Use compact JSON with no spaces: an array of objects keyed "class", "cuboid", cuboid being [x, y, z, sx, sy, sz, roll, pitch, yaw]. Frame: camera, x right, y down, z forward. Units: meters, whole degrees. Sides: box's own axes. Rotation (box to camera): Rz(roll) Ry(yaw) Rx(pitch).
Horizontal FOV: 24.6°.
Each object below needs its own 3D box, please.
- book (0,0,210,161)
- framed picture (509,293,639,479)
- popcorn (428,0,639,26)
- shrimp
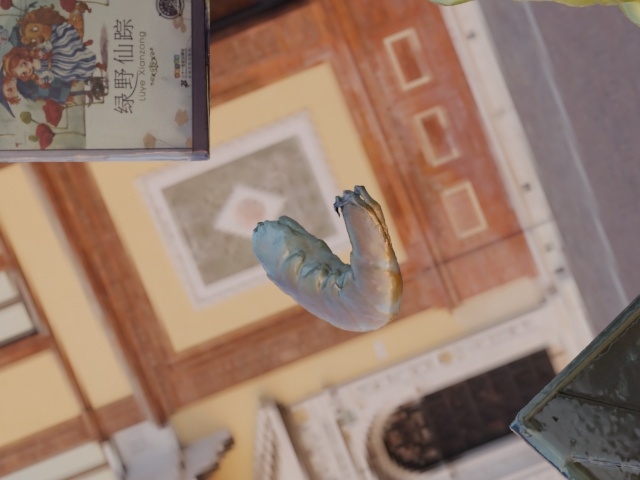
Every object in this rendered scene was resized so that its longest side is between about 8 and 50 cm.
[{"class":"book","cuboid":[-0.206,-0.142,1.222,0.026,0.231,0.157,-140,50,-76]},{"class":"framed picture","cuboid":[0.317,0.166,1.183,0.281,0.209,0.019,44,173,33]},{"class":"popcorn","cuboid":[0.171,-0.246,0.782,0.312,0.312,0.312,-22,-90,-87]},{"class":"shrimp","cuboid":[0.000,0.000,1.147,0.161,0.049,0.166,39,152,27]}]
